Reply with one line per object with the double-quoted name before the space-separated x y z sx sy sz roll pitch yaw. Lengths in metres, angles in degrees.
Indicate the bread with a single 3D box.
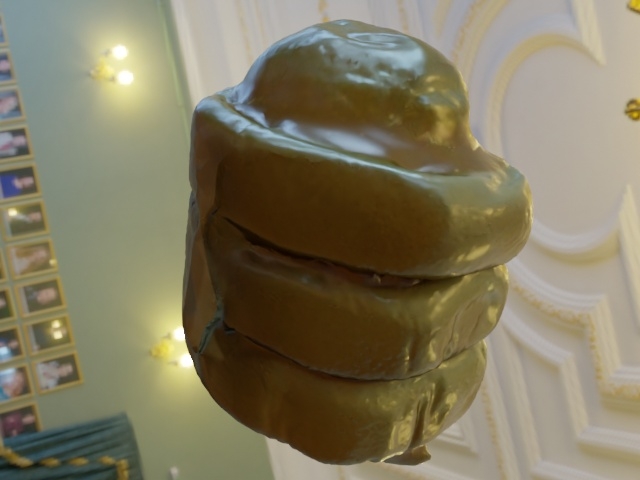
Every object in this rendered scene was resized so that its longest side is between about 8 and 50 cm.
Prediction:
"bread" 0.000 0.000 0.683 0.300 0.210 0.341 43 -46 32
